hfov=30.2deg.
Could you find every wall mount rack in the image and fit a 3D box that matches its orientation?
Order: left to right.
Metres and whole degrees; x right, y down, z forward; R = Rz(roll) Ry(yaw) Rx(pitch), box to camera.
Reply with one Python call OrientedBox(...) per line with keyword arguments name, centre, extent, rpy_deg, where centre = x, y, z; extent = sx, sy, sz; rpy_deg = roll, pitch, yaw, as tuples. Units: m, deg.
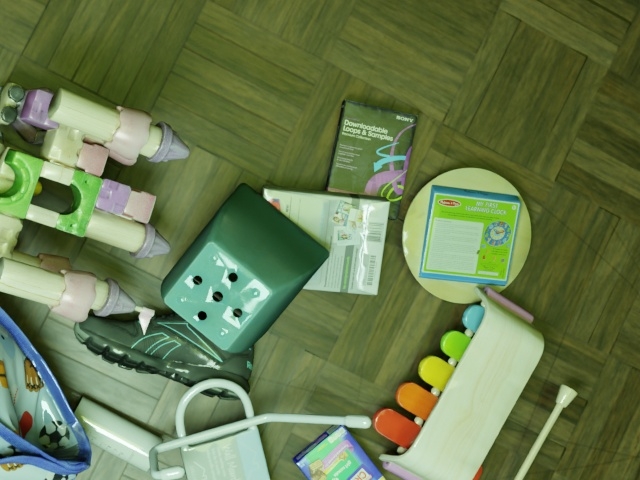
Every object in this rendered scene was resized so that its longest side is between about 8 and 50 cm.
OrientedBox(name="wall mount rack", centre=(-0.069, 0.360, 1.666), extent=(0.304, 0.130, 0.350), rpy_deg=(-15, 109, -9))

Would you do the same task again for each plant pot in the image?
OrientedBox(name="plant pot", centre=(-0.113, 0.051, 1.609), extent=(0.165, 0.234, 0.165), rpy_deg=(39, 104, -1))

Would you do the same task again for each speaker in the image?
OrientedBox(name="speaker", centre=(-0.296, 0.279, 1.705), extent=(0.136, 0.055, 0.055), rpy_deg=(29, 86, -8))

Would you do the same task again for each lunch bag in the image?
OrientedBox(name="lunch bag", centre=(-0.529, 0.232, 1.522), extent=(0.327, 0.239, 0.385), rpy_deg=(-26, 121, 16))

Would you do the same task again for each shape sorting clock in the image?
OrientedBox(name="shape sorting clock", centre=(0.221, -0.008, 1.793), extent=(0.206, 0.040, 0.206), rpy_deg=(-3, 101, -13))

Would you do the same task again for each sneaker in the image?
OrientedBox(name="sneaker", centre=(-0.221, 0.147, 1.709), extent=(0.267, 0.101, 0.106), rpy_deg=(20, 73, -14))

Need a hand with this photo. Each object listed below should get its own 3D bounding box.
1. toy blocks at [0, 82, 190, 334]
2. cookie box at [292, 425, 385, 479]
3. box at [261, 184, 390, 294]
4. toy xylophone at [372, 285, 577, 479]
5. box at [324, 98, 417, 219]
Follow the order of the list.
OrientedBox(name="toy blocks", centre=(-0.314, -0.045, 1.608), extent=(0.260, 0.309, 0.289), rpy_deg=(19, 87, -31))
OrientedBox(name="cookie box", centre=(0.027, 0.340, 1.764), extent=(0.092, 0.040, 0.107), rpy_deg=(-39, 97, -8))
OrientedBox(name="box", centre=(0.000, 0.000, 1.745), extent=(0.186, 0.038, 0.145), rpy_deg=(5, 102, -9))
OrientedBox(name="toy xylophone", centre=(0.238, 0.246, 1.773), extent=(0.236, 0.081, 0.323), rpy_deg=(40, 83, -21))
OrientedBox(name="box", centre=(0.074, -0.121, 1.776), extent=(0.116, 0.029, 0.162), rpy_deg=(11, 88, -9))
